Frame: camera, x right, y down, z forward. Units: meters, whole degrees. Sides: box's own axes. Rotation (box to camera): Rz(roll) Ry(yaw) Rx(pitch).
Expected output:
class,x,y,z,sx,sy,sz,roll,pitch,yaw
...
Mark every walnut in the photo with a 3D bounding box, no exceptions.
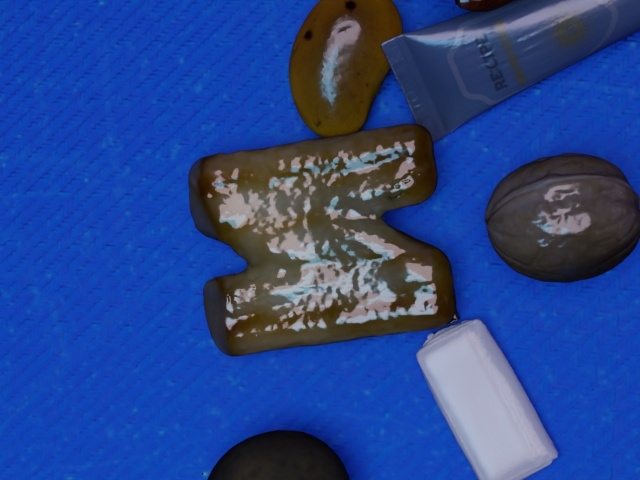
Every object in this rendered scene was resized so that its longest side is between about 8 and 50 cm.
class,x,y,z,sx,sy,sz,roll,pitch,yaw
walnut,0.261,-0.024,1.287,0.162,0.140,0.140,-18,83,18

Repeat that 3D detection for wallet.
class,x,y,z,sx,sy,sz,roll,pitch,yaw
wallet,0.180,0.180,1.335,0.095,0.033,0.190,-30,82,4

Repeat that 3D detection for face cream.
class,x,y,z,sx,sy,sz,roll,pitch,yaw
face cream,0.267,-0.241,1.327,0.385,0.086,0.135,-24,116,7

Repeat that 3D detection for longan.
class,x,y,z,sx,sy,sz,roll,pitch,yaw
longan,-0.052,0.295,1.295,0.167,0.167,0.187,17,81,10

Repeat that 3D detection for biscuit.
class,x,y,z,sx,sy,sz,roll,pitch,yaw
biscuit,0.000,0.000,1.352,0.291,0.062,0.236,-10,89,14

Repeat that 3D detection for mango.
class,x,y,z,sx,sy,sz,roll,pitch,yaw
mango,0.023,-0.206,1.366,0.115,0.090,0.178,26,98,2

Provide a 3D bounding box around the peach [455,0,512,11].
class,x,y,z,sx,sy,sz,roll,pitch,yaw
peach,0.221,-0.392,1.288,0.258,0.201,0.361,22,86,6

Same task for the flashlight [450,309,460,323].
class,x,y,z,sx,sy,sz,roll,pitch,yaw
flashlight,0.135,0.054,1.359,0.018,0.018,0.083,-22,82,6
